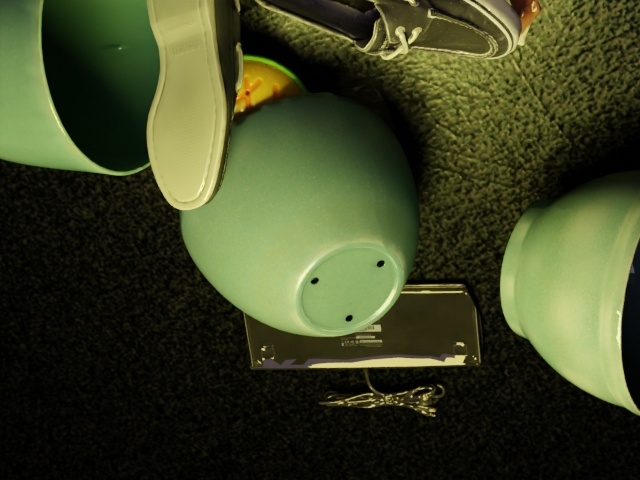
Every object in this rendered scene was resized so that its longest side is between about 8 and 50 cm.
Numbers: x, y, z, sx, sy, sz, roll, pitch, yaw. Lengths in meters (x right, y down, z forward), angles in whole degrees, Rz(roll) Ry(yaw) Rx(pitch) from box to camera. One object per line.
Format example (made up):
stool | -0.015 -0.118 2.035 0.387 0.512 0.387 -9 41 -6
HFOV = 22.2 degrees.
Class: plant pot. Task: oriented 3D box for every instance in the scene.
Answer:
plant pot | 0.337 0.048 1.933 0.196 0.293 0.293 11 128 35
plant pot | -0.327 -0.218 1.869 0.235 0.293 0.293 0 123 27
plant pot | 0.000 0.000 1.921 0.290 0.195 0.290 -13 129 -16

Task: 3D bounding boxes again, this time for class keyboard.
keyboard | 0.059 0.145 2.173 0.317 0.033 0.201 -1 116 12

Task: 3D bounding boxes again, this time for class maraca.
maraca | -0.066 -0.158 1.962 0.186 0.099 0.127 22 123 -17

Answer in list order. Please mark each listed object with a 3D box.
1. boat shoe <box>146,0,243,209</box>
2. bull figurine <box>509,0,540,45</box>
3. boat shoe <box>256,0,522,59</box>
boat shoe | -0.133 -0.184 1.864 0.114 0.091 0.302 0 87 32
bull figurine | 0.116 -0.328 1.817 0.310 0.101 0.188 14 131 9
boat shoe | 0.071 -0.243 1.748 0.301 0.102 0.108 20 148 -14
